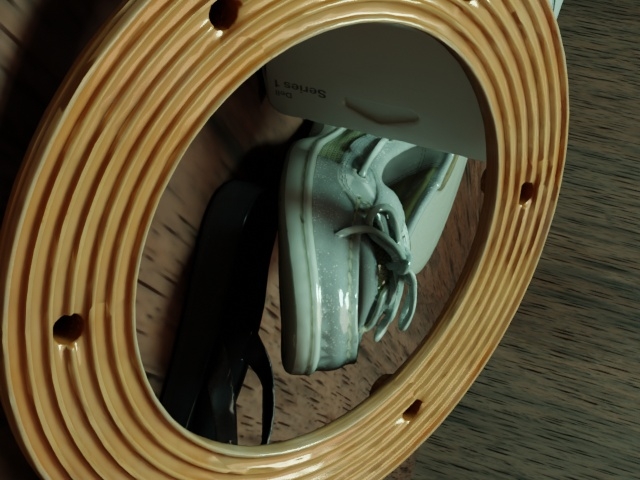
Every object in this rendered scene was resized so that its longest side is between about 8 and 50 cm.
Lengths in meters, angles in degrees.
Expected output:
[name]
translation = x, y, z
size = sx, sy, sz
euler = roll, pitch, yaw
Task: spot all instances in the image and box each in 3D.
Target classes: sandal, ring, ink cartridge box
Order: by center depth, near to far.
[ring]
translation = 0.000, 0.000, 0.492
size = 0.337, 0.032, 0.336
euler = -23, 127, -33
[sandal]
translation = -0.058, 0.092, 0.631
size = 0.097, 0.055, 0.254
euler = -33, 136, -70
[ink cartridge box]
translation = 0.072, -0.172, 0.647
size = 0.092, 0.160, 0.219
euler = 85, 24, -53

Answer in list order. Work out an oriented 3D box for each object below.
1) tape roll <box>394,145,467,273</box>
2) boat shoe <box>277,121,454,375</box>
[tape roll]
translation = 0.110, -0.157, 1.011
size = 0.392, 0.072, 0.391
euler = 15, 90, -77
[boat shoe]
translation = 0.034, -0.018, 0.694
size = 0.320, 0.103, 0.118
euler = -67, 159, -65
